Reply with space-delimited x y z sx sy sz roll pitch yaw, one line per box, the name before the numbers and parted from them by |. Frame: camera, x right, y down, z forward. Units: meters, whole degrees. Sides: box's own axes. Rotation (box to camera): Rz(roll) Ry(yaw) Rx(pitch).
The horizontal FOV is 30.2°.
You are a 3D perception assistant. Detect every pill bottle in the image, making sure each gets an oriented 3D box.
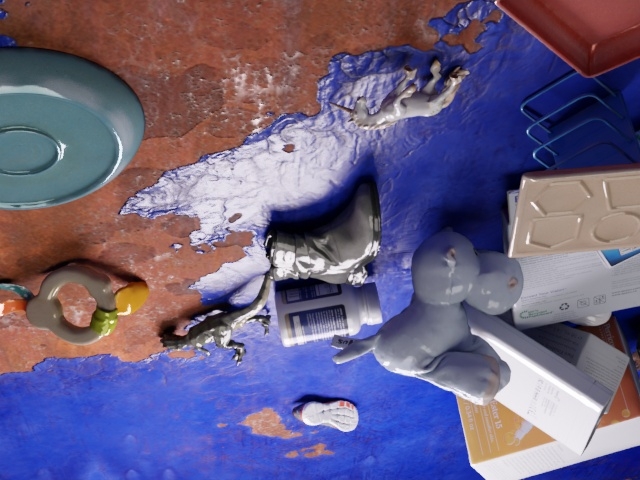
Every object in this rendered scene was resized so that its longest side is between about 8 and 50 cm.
pill bottle | 0.013 0.117 1.962 0.169 0.094 0.094 -10 150 0

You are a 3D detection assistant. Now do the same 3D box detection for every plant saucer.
plant saucer | 0.367 -0.298 1.369 0.259 0.048 0.258 -23 153 31
plant saucer | -0.376 -0.122 1.477 0.317 0.044 0.318 -7 150 -4

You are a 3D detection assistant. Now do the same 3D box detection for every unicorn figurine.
unicorn figurine | 0.107 -0.180 1.511 0.161 0.060 0.111 2 147 -21

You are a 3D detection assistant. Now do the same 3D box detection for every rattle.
rattle | -0.391 0.083 1.841 0.199 0.143 0.130 -5 121 21

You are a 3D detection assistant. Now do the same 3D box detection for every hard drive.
hard drive | 0.324 0.219 2.045 0.047 0.353 0.233 -49 160 -22

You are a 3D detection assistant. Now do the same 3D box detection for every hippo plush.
hippo plush | 0.190 0.098 1.873 0.294 0.237 0.234 18 -172 -3

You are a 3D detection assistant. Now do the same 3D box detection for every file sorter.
file sorter | 0.348 -0.122 1.581 0.118 0.170 0.104 -30 142 31

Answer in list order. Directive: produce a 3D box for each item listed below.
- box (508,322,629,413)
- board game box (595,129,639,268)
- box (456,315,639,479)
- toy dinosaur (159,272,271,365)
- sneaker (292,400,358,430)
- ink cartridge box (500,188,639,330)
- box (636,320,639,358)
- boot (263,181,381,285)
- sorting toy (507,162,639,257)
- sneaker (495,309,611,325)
box | 0.433 0.218 2.162 0.181 0.119 0.182 20 174 42
board game box | 0.516 -0.092 1.729 0.305 0.053 0.193 -28 132 17
box | 0.457 0.320 2.333 0.345 0.215 0.168 -20 149 15
toy dinosaur | -0.150 0.147 2.002 0.268 0.064 0.118 -31 138 26
sneaker | 0.009 0.353 2.429 0.158 0.061 0.065 18 167 -38
ink cartridge box | 0.453 -0.011 1.882 0.324 0.071 0.330 -11 134 1
box | 0.708 0.217 2.323 0.147 0.078 0.180 4 157 25
boot | 0.000 0.000 1.777 0.161 0.083 0.246 2 147 -9
sorting toy | 0.343 -0.044 1.521 0.193 0.038 0.208 -5 150 -1
sneaker | 0.399 0.084 2.058 0.232 0.090 0.115 -3 130 -9
